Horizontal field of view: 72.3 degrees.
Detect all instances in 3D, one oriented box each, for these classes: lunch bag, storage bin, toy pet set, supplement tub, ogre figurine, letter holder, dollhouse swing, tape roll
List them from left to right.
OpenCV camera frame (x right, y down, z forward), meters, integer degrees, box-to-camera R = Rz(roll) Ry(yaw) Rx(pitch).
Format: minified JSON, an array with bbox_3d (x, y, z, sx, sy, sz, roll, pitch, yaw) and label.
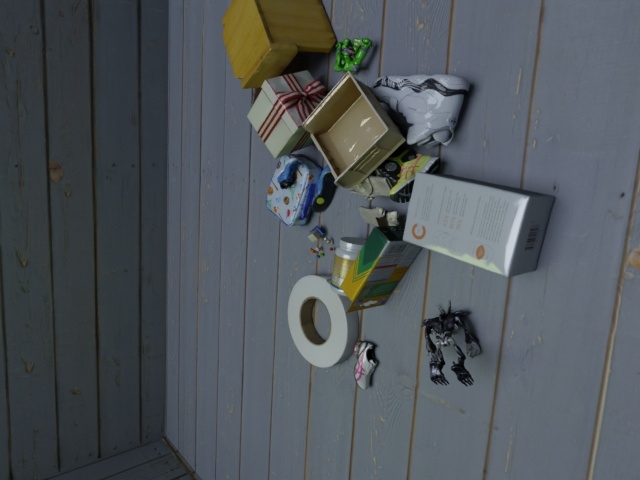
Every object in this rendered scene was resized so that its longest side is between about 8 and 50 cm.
[{"bbox_3d":[-0.186,-0.675,1.947,0.152,0.214,0.302,-112,32,-69],"label":"letter holder"},{"bbox_3d":[-0.169,-0.816,1.771,0.315,0.305,0.347,-35,68,44],"label":"dollhouse swing"},{"bbox_3d":[-0.113,-0.212,1.909,0.243,0.115,0.303,38,119,38],"label":"lunch bag"},{"bbox_3d":[0.000,0.000,1.851,0.114,0.065,0.122,49,141,-11],"label":"toy pet set"},{"bbox_3d":[0.002,0.334,1.850,0.392,0.072,0.392,6,98,49],"label":"tape roll"},{"bbox_3d":[0.107,-0.685,1.629,0.197,0.097,0.118,24,99,34],"label":"ogre figurine"},{"bbox_3d":[0.096,-0.348,1.428,0.260,0.123,0.262,-42,62,29],"label":"storage bin"},{"bbox_3d":[0.119,0.097,1.638,0.144,0.144,0.200,22,110,46],"label":"supplement tub"}]

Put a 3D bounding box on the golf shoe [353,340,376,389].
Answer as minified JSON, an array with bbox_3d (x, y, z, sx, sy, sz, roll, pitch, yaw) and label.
[{"bbox_3d":[0.173,0.479,1.666,0.086,0.067,0.186,0,93,47],"label":"golf shoe"}]

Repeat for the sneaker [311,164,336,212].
[{"bbox_3d":[0.014,-0.213,1.807,0.082,0.069,0.209,-99,24,-51],"label":"sneaker"}]

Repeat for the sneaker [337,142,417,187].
[{"bbox_3d":[0.221,-0.250,1.530,0.384,0.145,0.147,40,157,33],"label":"sneaker"}]

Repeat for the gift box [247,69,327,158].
[{"bbox_3d":[-0.092,-0.495,1.738,0.276,0.255,0.258,52,143,2],"label":"gift box"}]

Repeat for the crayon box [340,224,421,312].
[{"bbox_3d":[0.202,0.096,1.498,0.083,0.203,0.323,50,128,34],"label":"crayon box"}]

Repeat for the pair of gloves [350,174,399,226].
[{"bbox_3d":[0.184,-0.131,1.530,0.204,0.042,0.240,23,144,47],"label":"pair of gloves"}]

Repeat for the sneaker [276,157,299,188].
[{"bbox_3d":[-0.126,-0.268,1.797,0.152,0.058,0.085,-37,63,44],"label":"sneaker"}]

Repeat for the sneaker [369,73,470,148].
[{"bbox_3d":[0.288,-0.412,1.407,0.365,0.137,0.210,17,104,44],"label":"sneaker"}]

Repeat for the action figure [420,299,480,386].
[{"bbox_3d":[0.389,0.317,1.334,0.164,0.276,0.141,-16,119,24],"label":"action figure"}]

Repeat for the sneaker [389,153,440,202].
[{"bbox_3d":[0.278,-0.197,1.367,0.094,0.208,0.081,36,156,33],"label":"sneaker"}]

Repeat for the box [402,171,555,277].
[{"bbox_3d":[0.434,-0.058,1.246,0.345,0.168,0.215,24,111,45],"label":"box"}]

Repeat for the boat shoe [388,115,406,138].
[{"bbox_3d":[0.208,-0.411,1.553,0.228,0.068,0.081,45,123,37],"label":"boat shoe"}]
